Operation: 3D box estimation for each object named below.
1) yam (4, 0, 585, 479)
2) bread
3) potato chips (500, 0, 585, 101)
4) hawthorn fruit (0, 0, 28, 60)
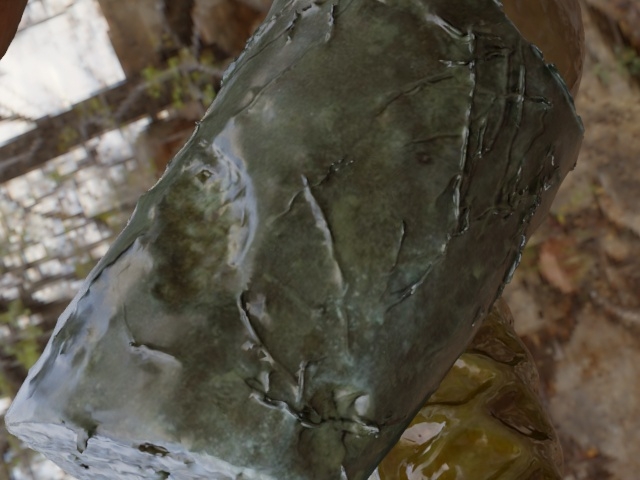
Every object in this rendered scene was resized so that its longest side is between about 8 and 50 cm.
[{"bbox_3d":[0.000,0.000,0.391,0.107,0.183,0.107,31,164,10],"label":"yam"},{"bbox_3d":[0.059,0.132,0.477,0.367,0.077,0.084,-98,12,-54],"label":"bread"},{"bbox_3d":[0.079,-0.137,0.803,0.062,0.195,0.208,0,115,64],"label":"potato chips"},{"bbox_3d":[-0.259,-0.176,0.565,0.277,0.277,0.298,-97,13,-52],"label":"hawthorn fruit"}]
